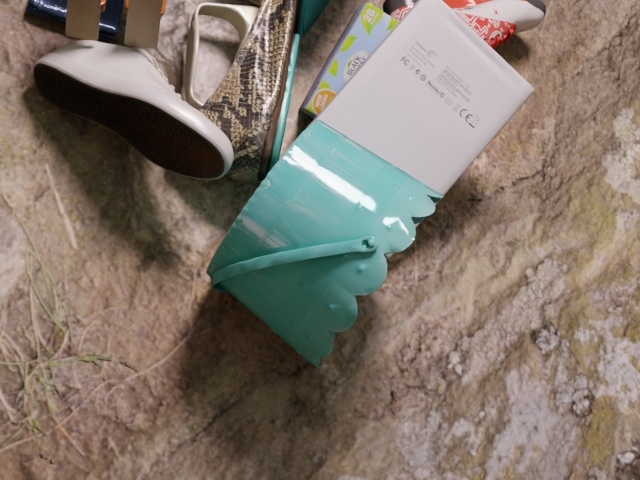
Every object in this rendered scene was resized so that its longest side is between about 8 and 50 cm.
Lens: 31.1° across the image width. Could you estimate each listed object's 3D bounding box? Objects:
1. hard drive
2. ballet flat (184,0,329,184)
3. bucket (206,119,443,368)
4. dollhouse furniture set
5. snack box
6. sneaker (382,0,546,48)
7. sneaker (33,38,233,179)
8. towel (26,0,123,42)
[{"bbox_3d":[0.119,-0.157,1.572,0.203,0.040,0.307,41,89,-12],"label":"hard drive"},{"bbox_3d":[-0.080,-0.302,1.574,0.182,0.164,0.482,19,65,1],"label":"ballet flat"},{"bbox_3d":[0.000,0.000,1.421,0.183,0.281,0.281,36,59,2],"label":"bucket"},{"bbox_3d":[-0.299,-0.397,1.468,0.259,0.135,0.262,8,51,-9],"label":"dollhouse furniture set"},{"bbox_3d":[0.102,-0.205,1.620,0.207,0.070,0.174,29,90,-11],"label":"snack box"},{"bbox_3d":[0.227,-0.296,1.744,0.270,0.090,0.144,-2,73,-22],"label":"sneaker"},{"bbox_3d":[-0.212,-0.183,1.443,0.290,0.106,0.123,30,50,15],"label":"sneaker"},{"bbox_3d":[-0.323,-0.311,1.524,0.120,0.029,0.067,17,65,-18],"label":"towel"}]
